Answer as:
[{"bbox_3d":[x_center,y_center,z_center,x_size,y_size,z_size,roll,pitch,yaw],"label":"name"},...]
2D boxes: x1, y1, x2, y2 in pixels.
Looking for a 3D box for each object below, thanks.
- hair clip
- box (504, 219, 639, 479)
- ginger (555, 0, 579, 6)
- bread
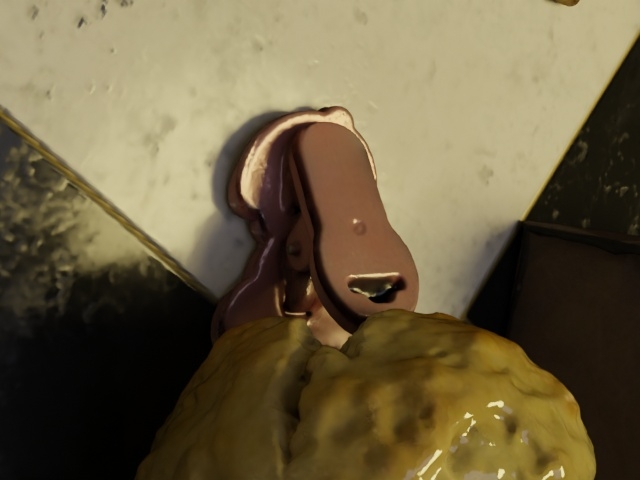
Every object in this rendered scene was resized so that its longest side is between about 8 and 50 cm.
[{"bbox_3d":[-0.006,0.004,0.616,0.123,0.102,0.138,-6,67,-37],"label":"hair clip"},{"bbox_3d":[0.225,0.123,0.706,0.153,0.188,0.252,11,92,-39],"label":"box"},{"bbox_3d":[0.159,-0.201,0.707,0.048,0.030,0.097,-50,122,-19],"label":"ginger"},{"bbox_3d":[0.022,0.113,0.538,0.244,0.244,0.134,12,59,-36],"label":"bread"}]
